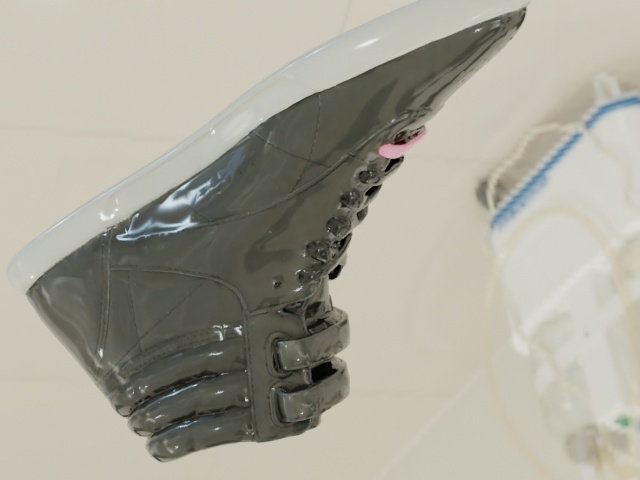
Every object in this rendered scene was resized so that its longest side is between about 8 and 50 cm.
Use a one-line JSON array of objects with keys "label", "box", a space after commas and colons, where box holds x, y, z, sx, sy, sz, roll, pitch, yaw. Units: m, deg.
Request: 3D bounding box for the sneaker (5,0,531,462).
[{"label": "sneaker", "box": [0.000, 0.000, 0.747, 0.296, 0.147, 0.104, -33, 177, 24]}]
